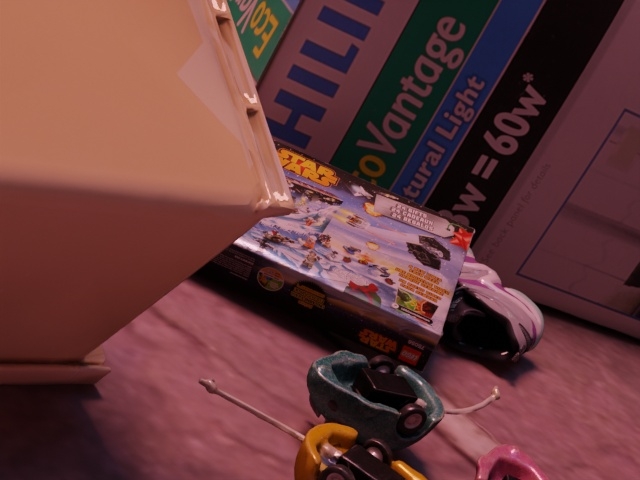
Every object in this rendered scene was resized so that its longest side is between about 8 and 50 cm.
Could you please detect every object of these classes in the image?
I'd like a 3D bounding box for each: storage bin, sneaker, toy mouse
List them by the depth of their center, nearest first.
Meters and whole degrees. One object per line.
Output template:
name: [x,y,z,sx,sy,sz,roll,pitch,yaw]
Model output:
storage bin: [-0.171,-0.097,0.404,0.262,0.123,0.260,4,59,-46]
toy mouse: [0.043,0.088,0.517,0.161,0.031,0.143,32,21,12]
sneaker: [0.067,0.028,0.683,0.098,0.038,0.069,32,20,12]

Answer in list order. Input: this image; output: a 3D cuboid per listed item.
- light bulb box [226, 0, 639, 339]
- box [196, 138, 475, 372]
light bulb box: [0.100,-0.144,0.873,0.361,0.225,0.358,19,22,-25]
box: [0.000,0.000,0.636,0.137,0.027,0.094,24,36,2]
